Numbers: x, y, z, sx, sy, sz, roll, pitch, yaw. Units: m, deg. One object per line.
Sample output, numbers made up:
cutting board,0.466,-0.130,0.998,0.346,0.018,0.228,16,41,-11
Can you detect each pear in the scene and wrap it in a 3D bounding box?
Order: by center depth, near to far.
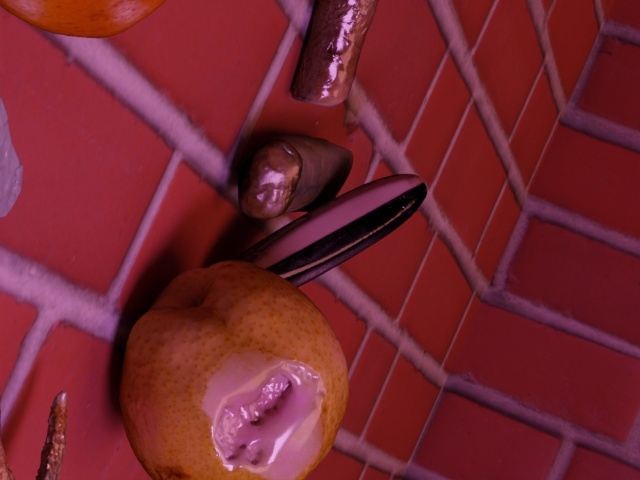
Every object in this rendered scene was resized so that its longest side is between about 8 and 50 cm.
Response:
pear,-0.099,0.156,1.930,0.271,0.271,0.271,-57,161,-32

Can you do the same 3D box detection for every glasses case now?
glasses case,0.000,0.000,2.151,0.314,0.075,0.122,-29,178,-27

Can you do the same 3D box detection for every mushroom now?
mushroom,-0.032,-0.080,2.130,0.100,0.081,0.312,-57,170,11

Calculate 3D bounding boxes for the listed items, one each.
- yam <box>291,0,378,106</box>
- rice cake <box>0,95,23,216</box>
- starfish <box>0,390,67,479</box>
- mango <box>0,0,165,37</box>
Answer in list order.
yam,0.048,-0.323,2.059,0.081,0.081,0.357,-30,141,-65
rice cake,-0.274,-0.092,1.339,0.063,0.069,0.206,-57,162,-32
starfish,-0.309,0.326,1.637,0.347,0.078,0.358,-52,160,-44
mango,-0.206,-0.268,1.147,0.350,0.199,0.201,44,40,-60
